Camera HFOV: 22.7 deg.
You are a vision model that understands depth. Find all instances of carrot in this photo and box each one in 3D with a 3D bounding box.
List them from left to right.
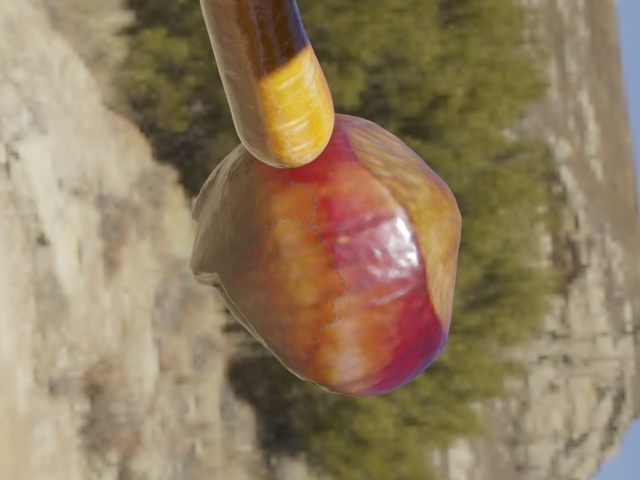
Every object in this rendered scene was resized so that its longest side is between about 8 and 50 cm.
[{"bbox_3d":[-0.023,-0.085,0.517,0.190,0.037,0.037,76,11,-57],"label":"carrot"}]

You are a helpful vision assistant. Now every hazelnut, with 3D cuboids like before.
[{"bbox_3d":[0.008,0.001,1.060,0.160,0.170,0.201,-63,-158,16],"label":"hazelnut"}]
